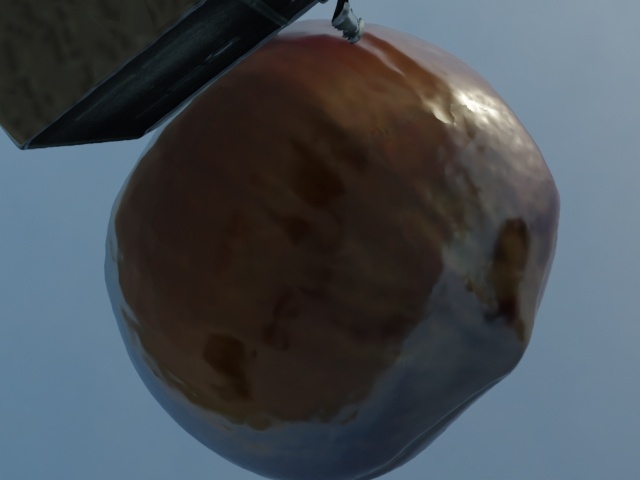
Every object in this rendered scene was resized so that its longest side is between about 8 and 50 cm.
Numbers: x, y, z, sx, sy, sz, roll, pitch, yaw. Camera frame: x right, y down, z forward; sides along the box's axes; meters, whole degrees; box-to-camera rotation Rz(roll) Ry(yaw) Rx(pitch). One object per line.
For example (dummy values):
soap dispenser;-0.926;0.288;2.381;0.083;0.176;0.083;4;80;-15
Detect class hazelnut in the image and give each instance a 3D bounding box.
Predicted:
hazelnut;0.000;0.000;1.443;0.429;0.402;0.402;-53;-135;-3

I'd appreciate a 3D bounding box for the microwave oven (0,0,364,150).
microwave oven;-0.021;-0.293;0.603;0.432;0.236;0.374;-38;-90;5
